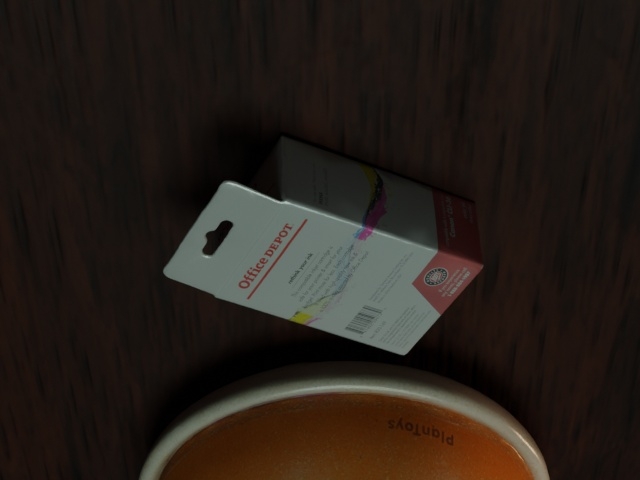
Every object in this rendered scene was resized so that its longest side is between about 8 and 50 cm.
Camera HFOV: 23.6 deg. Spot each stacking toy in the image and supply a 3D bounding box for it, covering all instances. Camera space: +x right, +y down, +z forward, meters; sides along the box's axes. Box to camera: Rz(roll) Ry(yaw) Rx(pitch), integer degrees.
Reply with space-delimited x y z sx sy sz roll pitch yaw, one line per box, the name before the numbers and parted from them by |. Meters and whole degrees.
stacking toy | 0.019 0.364 1.169 0.350 0.480 0.351 0 137 0

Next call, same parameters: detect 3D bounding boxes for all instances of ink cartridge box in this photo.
ink cartridge box | 0.000 0.000 1.079 0.198 0.067 0.115 19 134 -21
